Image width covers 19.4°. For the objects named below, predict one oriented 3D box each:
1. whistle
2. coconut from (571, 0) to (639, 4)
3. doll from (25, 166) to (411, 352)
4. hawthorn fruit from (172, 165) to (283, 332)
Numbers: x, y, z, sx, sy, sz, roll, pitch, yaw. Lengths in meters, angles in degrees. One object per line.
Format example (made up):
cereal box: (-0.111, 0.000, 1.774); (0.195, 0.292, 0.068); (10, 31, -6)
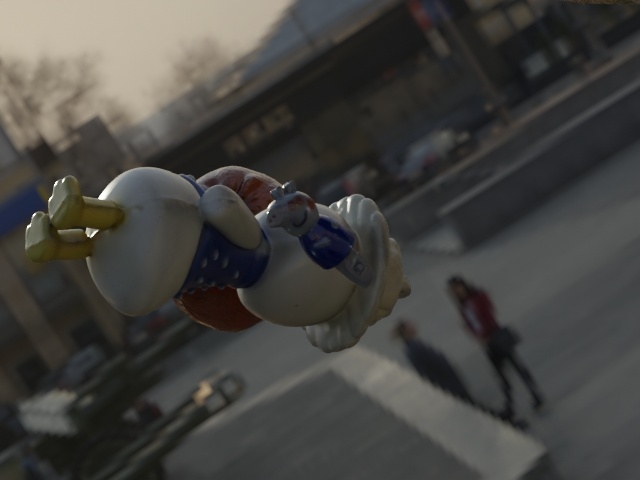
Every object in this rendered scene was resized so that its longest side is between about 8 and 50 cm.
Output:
whistle: (0.000, 0.000, 1.084); (0.029, 0.083, 0.033); (-16, 39, 52)
coconut: (0.226, -0.305, 1.020); (0.404, 0.404, 0.404); (-32, 6, 4)
doll: (-0.059, 0.008, 1.310); (0.293, 0.119, 0.138); (11, -36, -29)
hawthorn fruit: (-0.075, 0.011, 1.586); (0.133, 0.133, 0.138); (-35, -22, -27)
